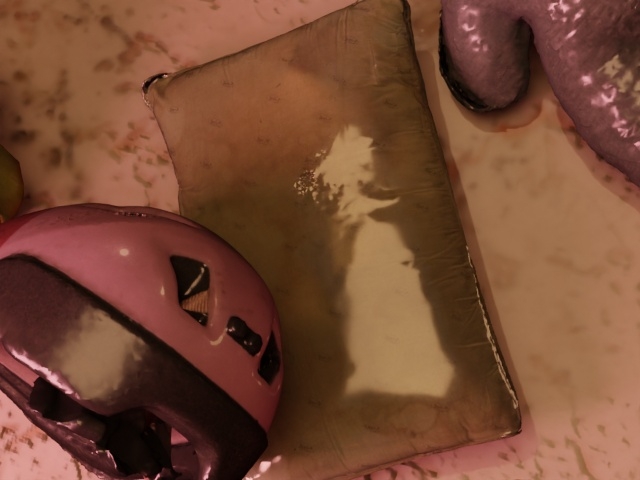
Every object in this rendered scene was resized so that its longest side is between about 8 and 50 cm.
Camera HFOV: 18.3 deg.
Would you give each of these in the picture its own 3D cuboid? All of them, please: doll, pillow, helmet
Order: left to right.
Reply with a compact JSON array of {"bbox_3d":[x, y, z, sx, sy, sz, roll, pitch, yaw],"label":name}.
[{"bbox_3d":[-0.119,0.051,1.149,0.154,0.198,0.253,-52,33,-7],"label":"helmet"},{"bbox_3d":[0.000,0.000,1.221,0.185,0.075,0.302,-19,72,14],"label":"pillow"},{"bbox_3d":[0.161,-0.186,1.222,0.340,0.158,0.246,46,119,6],"label":"doll"}]

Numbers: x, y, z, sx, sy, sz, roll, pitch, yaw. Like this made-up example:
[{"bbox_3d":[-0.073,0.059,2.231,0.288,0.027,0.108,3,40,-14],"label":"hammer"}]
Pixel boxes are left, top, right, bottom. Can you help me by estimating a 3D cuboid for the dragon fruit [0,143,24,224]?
[{"bbox_3d":[-0.302,-0.054,1.233,0.224,0.227,0.224,-2,82,11],"label":"dragon fruit"}]
